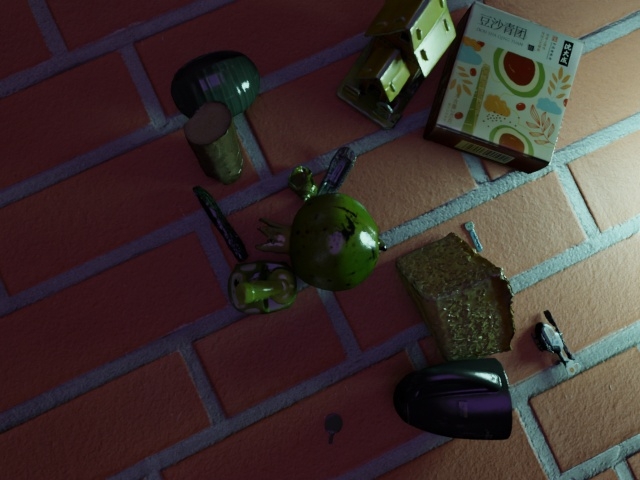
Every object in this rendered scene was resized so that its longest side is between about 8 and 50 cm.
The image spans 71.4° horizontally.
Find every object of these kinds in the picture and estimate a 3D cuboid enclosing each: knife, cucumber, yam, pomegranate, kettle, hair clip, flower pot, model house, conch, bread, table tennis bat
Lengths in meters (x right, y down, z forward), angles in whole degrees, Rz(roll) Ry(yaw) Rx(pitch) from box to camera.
[{"bbox_3d":[0.459,-0.010,1.327,0.027,0.010,0.096,-24,89,-4],"label":"knife"},{"bbox_3d":[-0.284,-0.051,1.267,0.044,0.043,0.257,-33,89,-10],"label":"cucumber"},{"bbox_3d":[-0.276,-0.252,1.190,0.129,0.238,0.128,-18,73,-6],"label":"yam"},{"bbox_3d":[0.000,0.000,1.180,0.340,0.260,0.261,5,87,-7],"label":"pomegranate"},{"bbox_3d":[0.340,0.407,1.185,0.289,0.269,0.208,-2,48,6],"label":"kettle"},{"bbox_3d":[0.029,-0.168,1.295,0.066,0.036,0.229,31,88,-2],"label":"hair clip"},{"bbox_3d":[-0.282,-0.417,1.214,0.242,0.189,0.157,-28,129,-10],"label":"flower pot"},{"bbox_3d":[0.162,-0.545,1.180,0.340,0.323,0.300,35,85,-1],"label":"model house"},{"bbox_3d":[-0.052,-0.164,1.270,0.089,0.074,0.121,14,62,-33],"label":"conch"},{"bbox_3d":[0.391,0.169,1.289,0.248,0.279,0.315,-24,131,-4],"label":"bread"},{"bbox_3d":[0.036,0.539,1.274,0.050,0.007,0.084,10,85,-3],"label":"table tennis bat"}]

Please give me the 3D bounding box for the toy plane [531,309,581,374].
[{"bbox_3d":[0.689,0.308,1.306,0.078,0.053,0.197,-29,85,-13],"label":"toy plane"}]

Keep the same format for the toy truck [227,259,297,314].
[{"bbox_3d":[-0.146,0.126,1.197,0.186,0.210,0.149,-4,87,-22],"label":"toy truck"}]

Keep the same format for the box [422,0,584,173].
[{"bbox_3d":[0.528,-0.435,1.297,0.344,0.122,0.386,18,86,-2],"label":"box"}]
